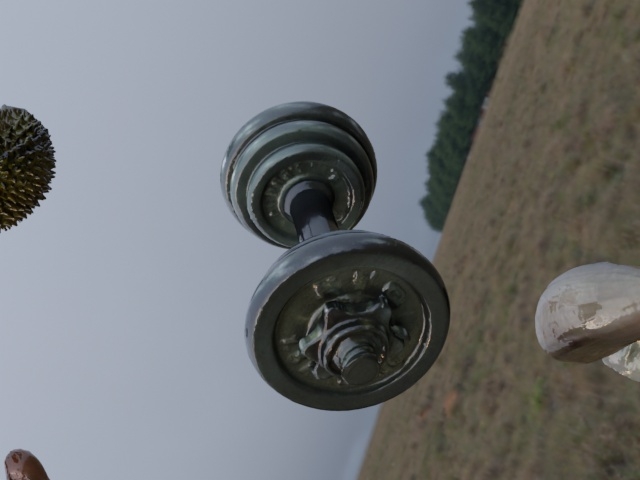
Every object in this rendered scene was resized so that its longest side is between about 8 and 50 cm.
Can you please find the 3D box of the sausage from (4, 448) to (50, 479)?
[{"bbox_3d":[-0.439,0.479,1.392,0.078,0.078,0.304,23,-128,-83],"label":"sausage"}]

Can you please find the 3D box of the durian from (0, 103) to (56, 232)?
[{"bbox_3d":[-0.601,-0.125,1.555,0.293,0.258,0.258,-119,41,-60],"label":"durian"}]

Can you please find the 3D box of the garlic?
[{"bbox_3d":[0.286,0.073,0.905,0.195,0.101,0.087,132,147,-56],"label":"garlic"}]

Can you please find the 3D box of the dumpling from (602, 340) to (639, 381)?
[{"bbox_3d":[0.426,0.100,1.071,0.188,0.127,0.108,-33,-34,-9],"label":"dumpling"}]

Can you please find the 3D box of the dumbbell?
[{"bbox_3d":[0.000,0.000,0.847,0.406,0.179,0.179,-107,27,-58],"label":"dumbbell"}]
